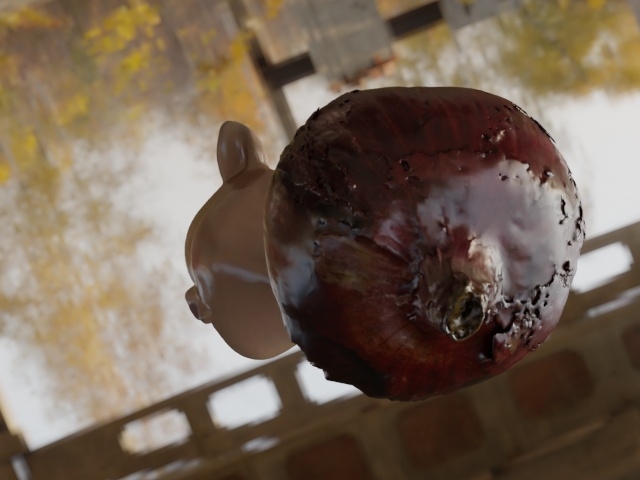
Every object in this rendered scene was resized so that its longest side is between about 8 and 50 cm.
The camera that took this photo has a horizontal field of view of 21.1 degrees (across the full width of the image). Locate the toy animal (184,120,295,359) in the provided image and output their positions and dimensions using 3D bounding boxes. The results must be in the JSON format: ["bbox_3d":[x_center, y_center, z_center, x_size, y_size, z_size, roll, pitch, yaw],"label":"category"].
[{"bbox_3d":[0.000,0.000,1.903,0.326,0.237,0.269,-30,-143,-7],"label":"toy animal"}]

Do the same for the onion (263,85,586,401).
[{"bbox_3d":[0.076,0.006,1.258,0.252,0.252,0.219,-21,-155,3],"label":"onion"}]
